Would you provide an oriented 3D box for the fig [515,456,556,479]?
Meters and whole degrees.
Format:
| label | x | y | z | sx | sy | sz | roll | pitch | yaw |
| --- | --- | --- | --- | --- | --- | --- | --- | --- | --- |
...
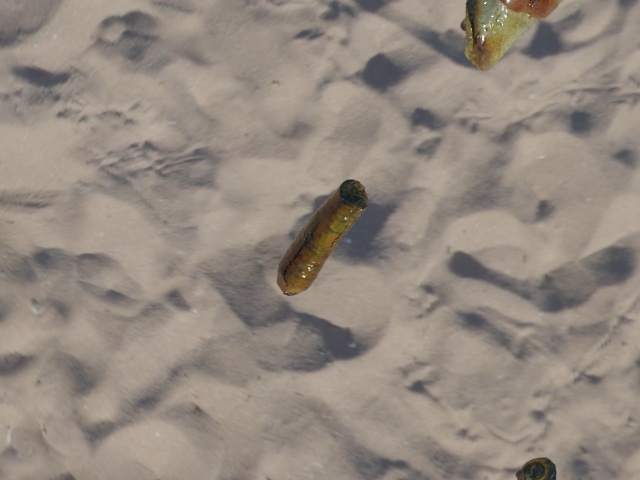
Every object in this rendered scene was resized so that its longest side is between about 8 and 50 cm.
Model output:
| label | x | y | z | sx | sy | sz | roll | pitch | yaw |
| --- | --- | --- | --- | --- | --- | --- | --- | --- | --- |
| fig | 0.163 | 0.253 | 0.753 | 0.151 | 0.151 | 0.259 | -31 | 113 | -17 |

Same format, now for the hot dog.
| label | x | y | z | sx | sy | sz | roll | pitch | yaw |
| --- | --- | --- | --- | --- | --- | --- | --- | --- | --- |
| hot dog | 0.240 | -0.318 | 1.158 | 0.123 | 0.261 | 0.093 | 11 | 43 | -46 |

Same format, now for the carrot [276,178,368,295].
| label | x | y | z | sx | sy | sz | roll | pitch | yaw |
| --- | --- | --- | --- | --- | --- | --- | --- | --- | --- |
| carrot | 0.000 | 0.000 | 1.627 | 0.070 | 0.260 | 0.070 | 18 | 46 | -20 |
